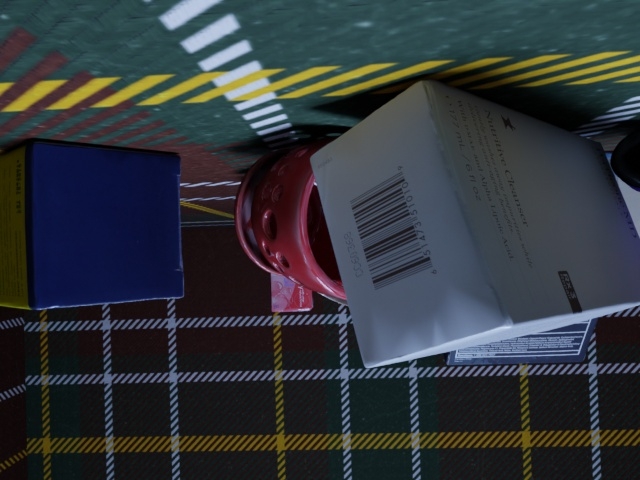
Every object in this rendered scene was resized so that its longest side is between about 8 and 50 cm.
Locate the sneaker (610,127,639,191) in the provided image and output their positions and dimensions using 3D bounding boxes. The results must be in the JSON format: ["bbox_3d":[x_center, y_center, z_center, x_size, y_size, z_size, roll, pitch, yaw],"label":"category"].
[{"bbox_3d":[0.450,-0.089,0.615,0.293,0.102,0.146,-3,178,43],"label":"sneaker"}]

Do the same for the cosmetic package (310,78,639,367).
[{"bbox_3d":[0.192,-0.006,0.627,0.385,0.217,0.156,-2,161,-45],"label":"cosmetic package"}]

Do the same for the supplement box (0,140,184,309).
[{"bbox_3d":[-0.370,-0.012,0.850,0.195,0.194,0.356,-1,179,-45],"label":"supplement box"}]

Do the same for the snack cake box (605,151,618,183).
[{"bbox_3d":[0.366,-0.086,1.021,0.152,0.089,0.264,-4,179,-5],"label":"snack cake box"}]

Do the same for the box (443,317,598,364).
[{"bbox_3d":[0.403,0.088,1.221,0.296,0.294,0.183,-1,-144,-3],"label":"box"}]

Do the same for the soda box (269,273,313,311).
[{"bbox_3d":[-0.066,0.021,1.297,0.092,0.263,0.083,-2,178,-2],"label":"soda box"}]

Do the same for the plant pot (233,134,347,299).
[{"bbox_3d":[0.002,-0.030,0.743,0.191,0.191,0.174,-1,-177,-36],"label":"plant pot"}]

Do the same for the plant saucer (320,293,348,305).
[{"bbox_3d":[0.000,0.000,1.111,0.310,0.050,0.311,33,-159,-15],"label":"plant saucer"}]

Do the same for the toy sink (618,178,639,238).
[{"bbox_3d":[0.593,-0.064,0.951,0.234,0.153,0.131,-4,178,41],"label":"toy sink"}]
